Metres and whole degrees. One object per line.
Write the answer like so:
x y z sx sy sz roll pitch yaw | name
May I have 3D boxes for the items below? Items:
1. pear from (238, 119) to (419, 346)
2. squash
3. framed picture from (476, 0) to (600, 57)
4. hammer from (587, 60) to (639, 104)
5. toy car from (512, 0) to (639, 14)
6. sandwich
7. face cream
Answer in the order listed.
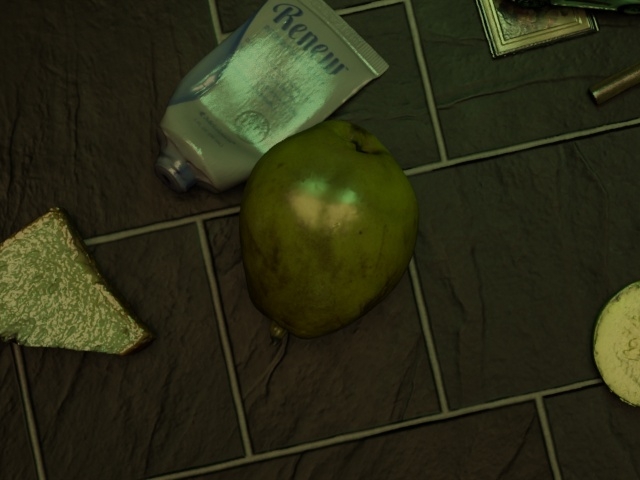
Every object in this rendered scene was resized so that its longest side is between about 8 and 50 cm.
0.000 0.000 1.563 0.287 0.287 0.375 24 98 2 | pear
0.558 0.174 1.657 0.219 0.041 0.219 0 85 0 | squash
0.364 -0.428 1.719 0.200 0.010 0.195 -15 86 -2 | framed picture
0.626 -0.326 1.702 0.366 0.043 0.111 -27 87 0 | hammer
0.452 -0.462 1.656 0.306 0.125 0.136 5 85 1 | toy car
-0.448 0.119 1.630 0.254 0.099 0.288 -38 87 -9 | sandwich
-0.108 -0.237 1.669 0.235 0.137 0.420 44 75 5 | face cream
